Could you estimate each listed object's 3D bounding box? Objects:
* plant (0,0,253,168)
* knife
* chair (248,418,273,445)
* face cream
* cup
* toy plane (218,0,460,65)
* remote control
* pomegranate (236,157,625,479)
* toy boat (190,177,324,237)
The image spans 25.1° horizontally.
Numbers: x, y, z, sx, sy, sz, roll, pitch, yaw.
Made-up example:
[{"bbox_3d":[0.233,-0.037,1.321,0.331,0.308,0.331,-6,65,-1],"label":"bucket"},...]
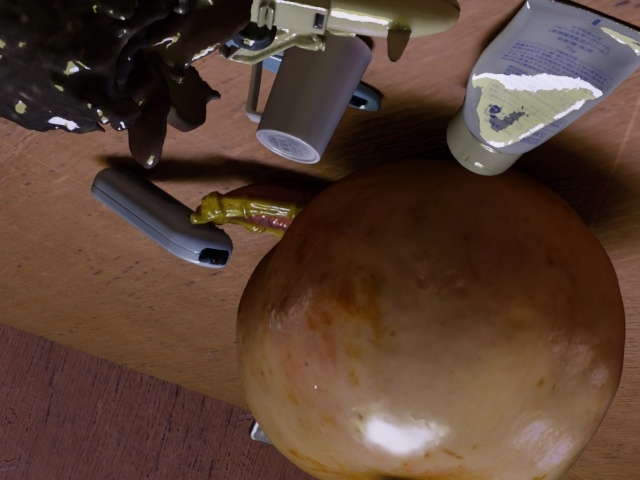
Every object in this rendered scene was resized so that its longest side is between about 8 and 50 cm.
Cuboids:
[{"bbox_3d":[-0.170,-0.157,1.041,0.234,0.178,0.204,29,154,-9],"label":"plant"},{"bbox_3d":[-0.079,-0.185,1.329,0.313,0.019,0.044,21,155,-17],"label":"knife"},{"bbox_3d":[0.045,0.202,1.799,0.241,0.203,0.416,21,-157,-16],"label":"chair"},{"bbox_3d":[0.182,-0.132,1.206,0.114,0.070,0.224,18,152,-11],"label":"face cream"},{"bbox_3d":[-0.021,-0.136,1.271,0.104,0.116,0.074,17,164,22],"label":"cup"},{"bbox_3d":[-0.014,-0.195,1.106,0.244,0.092,0.229,18,150,3],"label":"toy plane"},{"bbox_3d":[-0.194,-0.031,1.754,0.087,0.047,0.244,13,-166,-47],"label":"remote control"},{"bbox_3d":[0.104,0.115,1.471,0.412,0.411,0.411,15,164,4],"label":"pomegranate"},{"bbox_3d":[0.003,-0.005,1.714,0.318,0.099,0.141,24,159,-16],"label":"toy boat"}]
